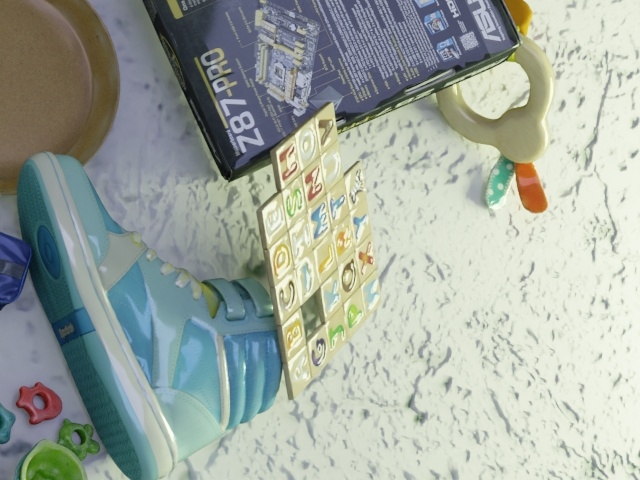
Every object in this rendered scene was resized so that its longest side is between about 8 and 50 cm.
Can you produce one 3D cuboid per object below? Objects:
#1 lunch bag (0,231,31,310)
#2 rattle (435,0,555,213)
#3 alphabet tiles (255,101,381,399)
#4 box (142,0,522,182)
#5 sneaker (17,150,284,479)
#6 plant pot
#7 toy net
[{"bbox_3d":[-0.317,0.019,1.798,0.098,0.065,0.067,19,71,-18],"label":"lunch bag"},{"bbox_3d":[0.198,-0.140,2.069,0.130,0.143,0.199,-25,105,6],"label":"rattle"},{"bbox_3d":[0.000,0.000,1.852,0.198,0.009,0.237,-44,133,-51],"label":"alphabet tiles"},{"bbox_3d":[-0.028,-0.298,1.929,0.318,0.097,0.395,-25,88,-9],"label":"box"},{"bbox_3d":[-0.145,0.044,1.835,0.208,0.127,0.319,-23,97,-23],"label":"sneaker"},{"bbox_3d":[-0.307,-0.154,1.861,0.236,0.032,0.236,6,75,-22],"label":"plant pot"},{"bbox_3d":[-0.298,0.149,1.764,0.232,0.045,0.122,40,53,-17],"label":"toy net"}]
